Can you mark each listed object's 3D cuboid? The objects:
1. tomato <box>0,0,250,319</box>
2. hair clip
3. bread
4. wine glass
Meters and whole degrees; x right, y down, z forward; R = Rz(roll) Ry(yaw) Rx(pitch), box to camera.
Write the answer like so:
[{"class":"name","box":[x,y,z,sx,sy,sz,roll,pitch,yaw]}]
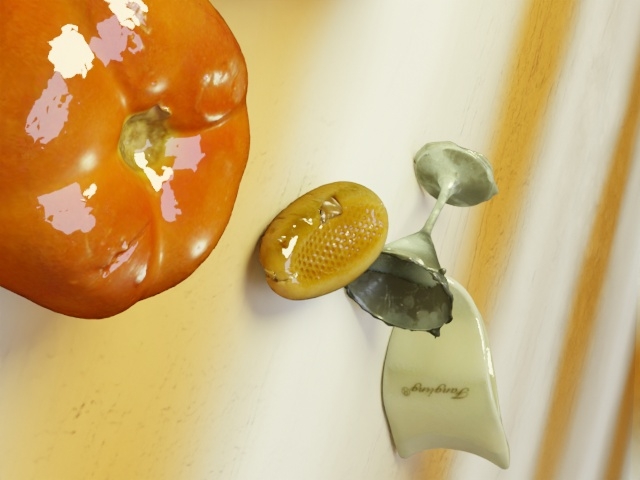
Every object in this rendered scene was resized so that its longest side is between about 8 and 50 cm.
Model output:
[{"class":"tomato","box":[-0.166,-0.073,0.567,0.260,0.180,0.259,-21,117,-49]},{"class":"hair clip","box":[0.177,0.187,1.188,0.113,0.173,0.282,6,85,-64]},{"class":"bread","box":[0.000,0.000,0.925,0.189,0.077,0.114,-28,115,-37]},{"class":"wine glass","box":[0.139,-0.013,1.085,0.232,0.156,0.156,-59,142,-36]}]
